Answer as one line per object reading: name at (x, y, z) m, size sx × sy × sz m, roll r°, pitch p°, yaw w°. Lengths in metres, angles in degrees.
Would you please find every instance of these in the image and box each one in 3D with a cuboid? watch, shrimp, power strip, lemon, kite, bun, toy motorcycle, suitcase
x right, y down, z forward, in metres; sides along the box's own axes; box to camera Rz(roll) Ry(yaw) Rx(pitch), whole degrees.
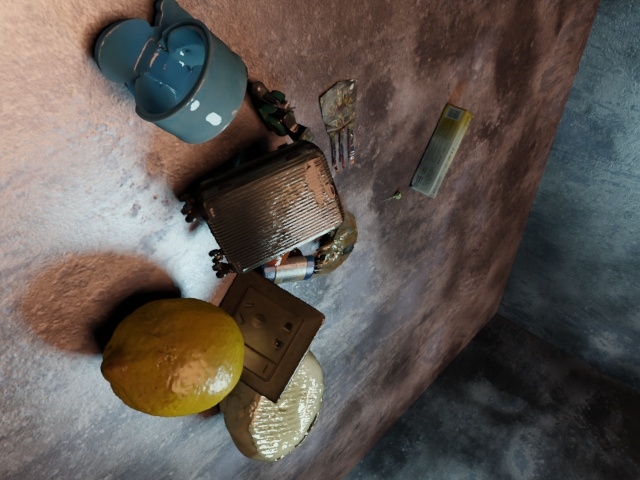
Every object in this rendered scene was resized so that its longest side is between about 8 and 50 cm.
watch at (-0.211, -0.262, 0.722) m, size 0.211 × 0.193 × 0.211 m, roll -33°, pitch 141°, yaw -32°
shrimp at (0.000, 0.000, 1.311) m, size 0.247 × 0.085 × 0.360 m, roll -46°, pitch 148°, yaw -6°
power strip at (-0.147, 0.234, 1.163) m, size 0.251 × 0.257 × 0.092 m, roll -58°, pitch 169°, yaw -4°
lemon at (-0.301, 0.240, 0.957) m, size 0.319 × 0.245 × 0.245 m, roll 8°, pitch 109°, yaw -52°
kite at (0.055, -0.294, 1.194) m, size 0.141 × 0.015 × 0.245 m, roll -34°, pitch 136°, yaw -30°
bun at (-0.152, 0.454, 1.352) m, size 0.359 × 0.211 × 0.360 m, roll -22°, pitch 120°, yaw -44°
toy motorcycle at (-0.085, -0.268, 0.961) m, size 0.058 × 0.100 × 0.173 m, roll -54°, pitch 147°, yaw -6°
suitcase at (-0.112, -0.067, 0.957) m, size 0.312 × 0.128 × 0.202 m, roll -25°, pitch 121°, yaw -8°

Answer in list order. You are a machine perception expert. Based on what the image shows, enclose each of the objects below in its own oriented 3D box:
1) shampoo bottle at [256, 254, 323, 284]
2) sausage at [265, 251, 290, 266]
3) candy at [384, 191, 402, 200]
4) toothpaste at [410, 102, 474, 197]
shampoo bottle at (-0.080, 0.079, 1.232) m, size 0.183 × 0.050 × 0.087 m, roll -6°, pitch 137°, yaw -27°
sausage at (-0.093, -0.070, 1.096) m, size 0.113 × 0.113 × 0.259 m, roll 4°, pitch 114°, yaw -53°
candy at (0.245, -0.145, 1.554) m, size 0.083 × 0.025 × 0.023 m, roll -22°, pitch 105°, yaw -30°
toothpaste at (0.416, -0.306, 1.580) m, size 0.071 × 0.089 × 0.313 m, roll 4°, pitch 113°, yaw -58°
